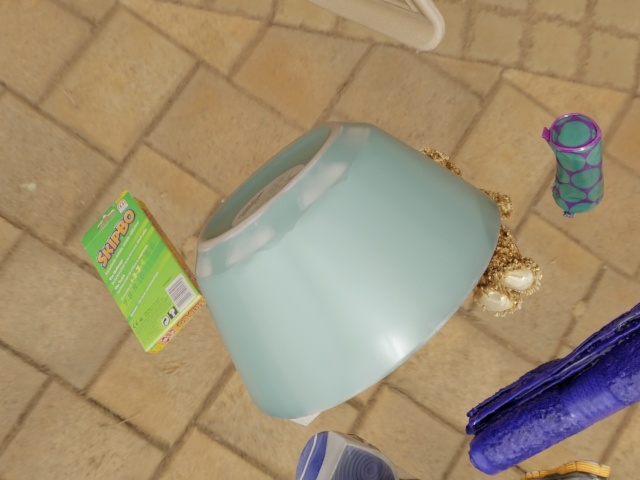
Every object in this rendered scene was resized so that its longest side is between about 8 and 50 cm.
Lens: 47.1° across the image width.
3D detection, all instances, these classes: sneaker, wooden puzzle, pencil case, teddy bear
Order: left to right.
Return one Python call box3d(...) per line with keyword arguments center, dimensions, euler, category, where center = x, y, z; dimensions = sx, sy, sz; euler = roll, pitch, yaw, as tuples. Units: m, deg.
box3d(center=(-0.013, -0.270, 0.594), dimensions=(0.044, 0.239, 0.221), euler=(-49, 46, -1), category="wooden puzzle")
box3d(center=(0.045, 0.344, 1.030), dimensions=(0.315, 0.182, 0.127), euler=(39, 74, -42), category="sneaker")
box3d(center=(0.271, -0.019, 1.337), dimensions=(0.113, 0.245, 0.338), euler=(-30, 54, -21), category="teddy bear")
box3d(center=(0.390, 0.420, 1.201), dimensions=(0.084, 0.215, 0.083), euler=(13, 59, -11), category="sneaker")
box3d(center=(0.328, -0.096, 0.949), dimensions=(0.070, 0.151, 0.064), euler=(6, 61, 24), category="pencil case")

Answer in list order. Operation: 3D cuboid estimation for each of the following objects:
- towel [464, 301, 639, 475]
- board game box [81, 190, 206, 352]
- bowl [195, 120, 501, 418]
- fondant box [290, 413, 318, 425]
box3d(center=(0.297, 0.112, 0.709), dimensions=(0.308, 0.228, 0.076), euler=(-39, 68, 28), category="towel")
box3d(center=(-0.285, 0.043, 1.168), dimensions=(0.124, 0.039, 0.259), euler=(-45, 61, 8), category="board game box")
box3d(center=(0.000, 0.000, 0.717), dimensions=(0.311, 0.311, 0.163), euler=(-43, 107, -10), category="bowl")
box3d(center=(0.018, 0.218, 1.650), dimensions=(0.096, 0.238, 0.330), euler=(31, 115, -28), category="fondant box")
